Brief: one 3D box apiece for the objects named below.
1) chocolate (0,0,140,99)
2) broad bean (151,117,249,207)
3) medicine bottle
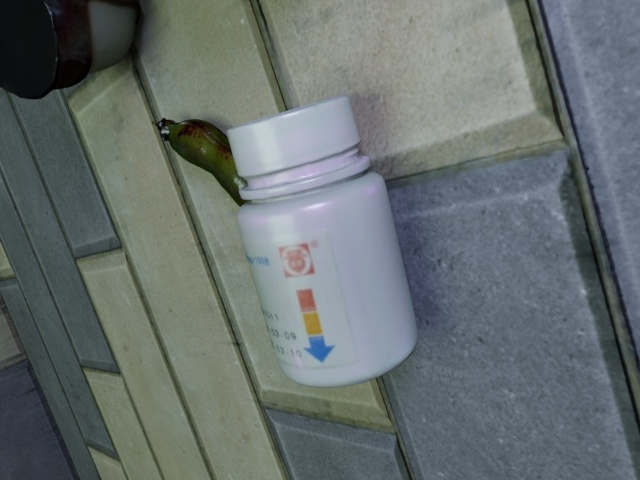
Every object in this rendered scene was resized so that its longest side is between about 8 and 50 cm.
[{"bbox_3d":[-0.400,-0.364,0.878,0.284,0.186,0.283,16,119,32],"label":"chocolate"},{"bbox_3d":[-0.133,-0.107,0.811,0.339,0.061,0.077,39,142,29],"label":"broad bean"},{"bbox_3d":[0.000,0.000,0.636,0.170,0.170,0.292,1,111,48],"label":"medicine bottle"}]
